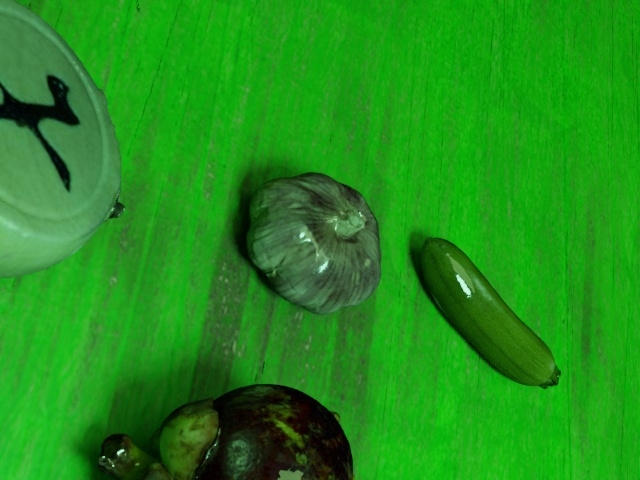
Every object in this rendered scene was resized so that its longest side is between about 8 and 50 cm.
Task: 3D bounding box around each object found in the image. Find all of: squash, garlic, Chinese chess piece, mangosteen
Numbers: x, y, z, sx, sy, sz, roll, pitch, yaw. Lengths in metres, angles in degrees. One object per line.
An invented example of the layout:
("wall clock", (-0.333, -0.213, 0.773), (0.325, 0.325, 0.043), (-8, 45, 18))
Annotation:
("squash", (0.199, 0.097, 1.216), (0.258, 0.069, 0.069), (46, 50, -19))
("garlic", (0.000, 0.000, 1.048), (0.159, 0.102, 0.147), (41, 53, -23))
("Chinese chess piece", (-0.258, -0.084, 0.812), (0.238, 0.092, 0.237), (43, 35, -41))
("mangosteen", (-0.080, 0.209, 0.868), (0.217, 0.192, 0.192), (16, 60, -2))
